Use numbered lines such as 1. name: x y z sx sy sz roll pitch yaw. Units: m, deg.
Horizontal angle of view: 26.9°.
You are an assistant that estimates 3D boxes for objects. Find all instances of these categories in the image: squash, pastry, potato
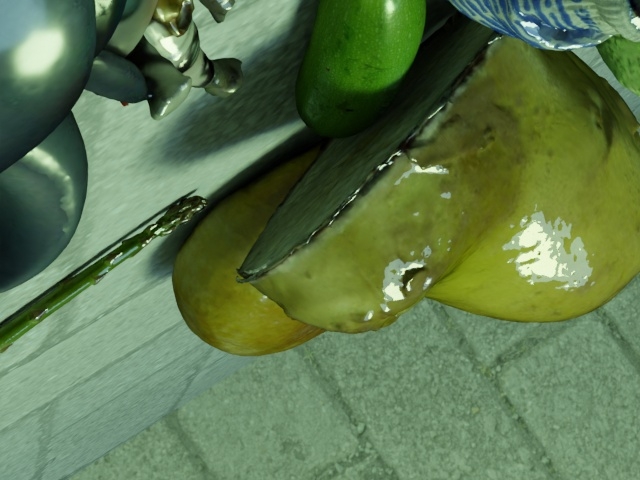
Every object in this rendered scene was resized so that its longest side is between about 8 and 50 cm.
1. squash: 0.028 -0.141 1.020 0.082 0.082 0.292 -33 172 -15
2. pastry: 0.000 0.000 1.448 0.356 0.164 0.356 -32 173 -4
3. potato: 0.156 -0.021 1.164 0.290 0.296 0.397 -39 -166 37

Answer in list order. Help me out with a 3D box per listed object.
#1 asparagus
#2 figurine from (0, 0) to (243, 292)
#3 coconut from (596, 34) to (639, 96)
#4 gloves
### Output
1. asparagus: -0.210 0.030 1.258 0.248 0.024 0.025 -35 -145 1
2. figurine: -0.115 -0.093 0.438 0.197 0.175 0.265 -29 163 -10
3. coconut: 0.410 -0.251 1.208 0.328 0.281 0.328 -28 -175 3
4. gloves: 0.142 -0.185 0.910 0.097 0.229 0.119 -50 128 -6
